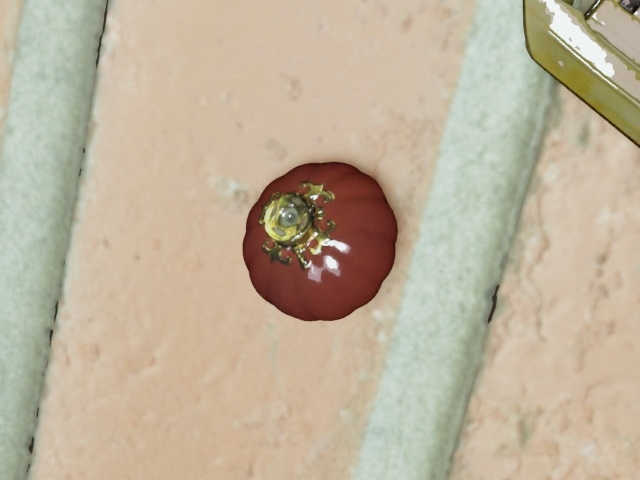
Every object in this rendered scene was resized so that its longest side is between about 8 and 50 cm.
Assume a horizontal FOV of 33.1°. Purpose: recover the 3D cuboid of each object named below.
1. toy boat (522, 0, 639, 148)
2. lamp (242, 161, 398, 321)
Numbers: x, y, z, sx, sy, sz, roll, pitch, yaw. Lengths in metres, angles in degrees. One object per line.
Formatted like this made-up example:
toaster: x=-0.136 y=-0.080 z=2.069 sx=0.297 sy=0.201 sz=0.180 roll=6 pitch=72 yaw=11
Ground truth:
toy boat: x=0.200 y=-0.092 z=0.621 sx=0.200 sy=0.057 sz=0.077 roll=39 pitch=101 yaw=-2
lamp: x=0.000 y=0.000 z=0.661 sx=0.101 sy=0.090 sz=0.101 roll=-9 pitch=69 yaw=25
